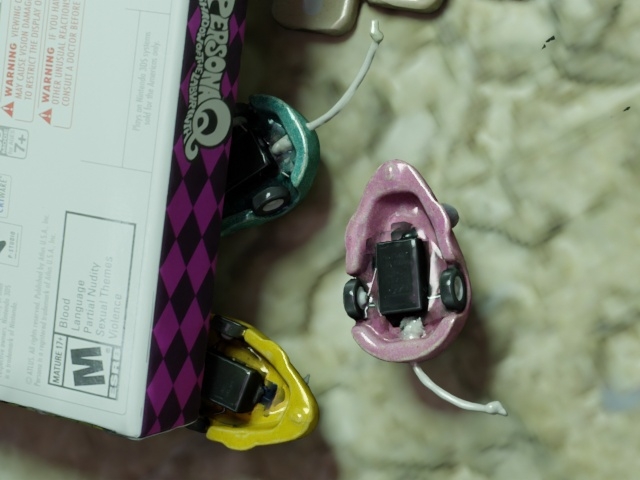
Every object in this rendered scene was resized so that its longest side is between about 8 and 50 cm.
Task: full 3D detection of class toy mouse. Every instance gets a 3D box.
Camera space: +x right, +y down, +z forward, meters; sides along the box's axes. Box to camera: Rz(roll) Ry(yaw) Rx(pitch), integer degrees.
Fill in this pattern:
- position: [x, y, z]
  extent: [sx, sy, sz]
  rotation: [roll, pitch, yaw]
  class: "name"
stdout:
- position: [0.000, 0.000, 0.566]
  extent: [0.161, 0.031, 0.143]
  rotation: [17, 89, 28]
  class: "toy mouse"

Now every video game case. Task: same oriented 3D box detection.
- position: [-0.122, -0.070, 0.574]
  extent: [0.210, 0.042, 0.232]
  rotation: [10, 97, 28]
  class: "video game case"

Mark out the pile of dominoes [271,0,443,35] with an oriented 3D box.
- position: [0.083, -0.184, 0.566]
  extent: [0.251, 0.040, 0.196]
  rotation: [-10, 79, 16]
  class: "pile of dominoes"
